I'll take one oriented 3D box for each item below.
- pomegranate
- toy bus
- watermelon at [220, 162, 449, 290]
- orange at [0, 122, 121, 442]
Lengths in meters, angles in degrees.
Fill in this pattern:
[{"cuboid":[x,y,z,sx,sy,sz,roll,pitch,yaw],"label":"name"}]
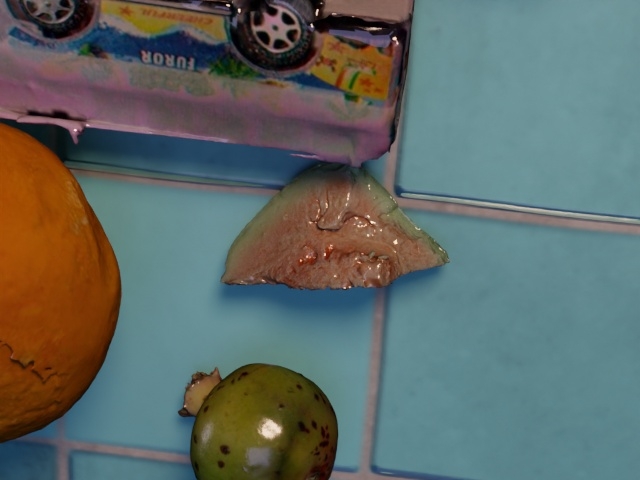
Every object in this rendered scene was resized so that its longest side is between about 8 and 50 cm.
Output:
[{"cuboid":[-0.045,0.153,1.068,0.130,0.130,0.130,3,116,6],"label":"pomegranate"},{"cuboid":[-0.096,-0.138,0.937,0.317,0.112,0.138,7,127,5],"label":"toy bus"},{"cuboid":[-0.001,-0.002,1.011,0.155,0.080,0.101,-12,105,30],"label":"watermelon"},{"cuboid":[-0.280,0.030,0.953,0.284,0.226,0.284,-3,155,-2],"label":"orange"}]
